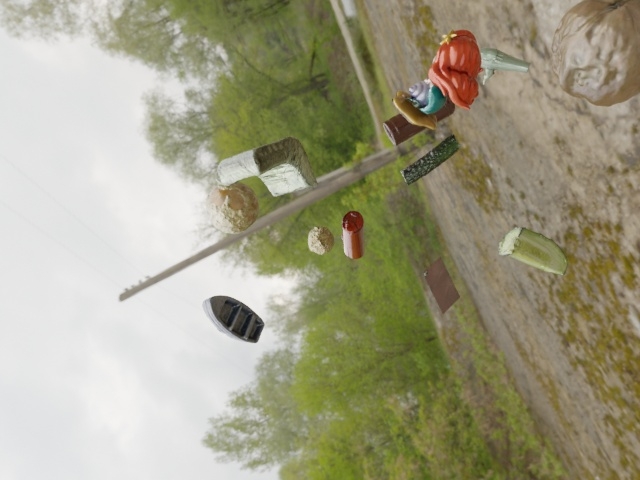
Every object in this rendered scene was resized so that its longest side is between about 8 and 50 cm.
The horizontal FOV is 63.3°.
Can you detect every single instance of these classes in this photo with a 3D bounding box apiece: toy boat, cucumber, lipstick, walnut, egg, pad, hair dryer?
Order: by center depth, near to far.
[{"bbox_3d":[0.698,-0.466,1.283,0.273,0.227,0.273,33,158,15],"label":"walnut"},{"bbox_3d":[0.315,-0.229,1.483,0.058,0.187,0.058,53,-175,-6],"label":"cucumber"},{"bbox_3d":[0.101,-0.011,1.594,0.279,0.073,0.073,77,170,-71],"label":"lipstick"},{"bbox_3d":[0.447,0.165,1.905,0.006,0.113,0.187,-3,120,56],"label":"pad"},{"bbox_3d":[-0.328,0.288,1.937,0.283,0.078,0.127,43,-121,-37],"label":"toy boat"},{"bbox_3d":[-0.332,-0.126,1.961,0.203,0.204,0.245,64,165,-10],"label":"egg"},{"bbox_3d":[0.000,0.000,2.182,0.118,0.116,0.140,51,-175,-35],"label":"egg"},{"bbox_3d":[0.905,0.048,2.188,0.326,0.145,0.105,22,-179,-21],"label":"cucumber"},{"bbox_3d":[0.791,-0.735,2.237,0.229,0.092,0.267,18,177,30],"label":"hair dryer"}]

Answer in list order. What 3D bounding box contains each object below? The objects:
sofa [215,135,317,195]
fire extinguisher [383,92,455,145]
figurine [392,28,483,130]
[{"bbox_3d":[-0.168,-0.203,1.601,0.225,0.210,0.175,-32,-73,-46],"label":"sofa"},{"bbox_3d":[0.395,-0.486,1.895,0.138,0.344,0.102,57,-174,-31],"label":"fire extinguisher"},{"bbox_3d":[0.351,-0.443,1.459,0.181,0.257,0.208,38,-139,-5],"label":"figurine"}]
